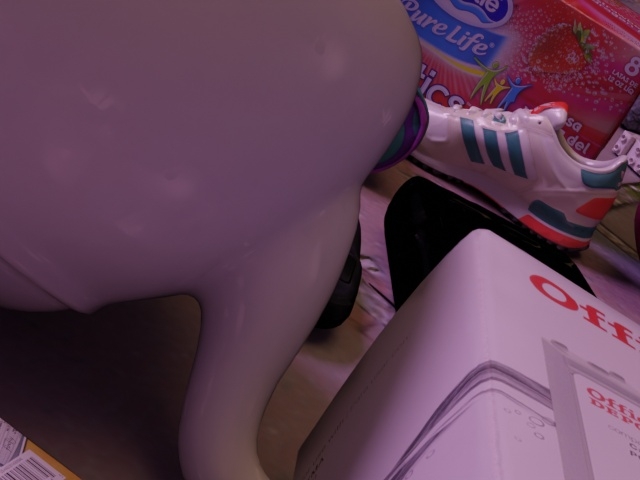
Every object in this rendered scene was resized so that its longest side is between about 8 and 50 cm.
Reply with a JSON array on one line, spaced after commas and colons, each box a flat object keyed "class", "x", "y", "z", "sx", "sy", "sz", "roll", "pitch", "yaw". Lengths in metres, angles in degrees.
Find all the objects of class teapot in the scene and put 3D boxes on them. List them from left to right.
[{"class": "teapot", "x": -0.107, "y": -0.066, "z": 0.553, "sx": 0.256, "sy": 0.187, "sz": 0.252, "roll": 38, "pitch": -5, "yaw": 47}]

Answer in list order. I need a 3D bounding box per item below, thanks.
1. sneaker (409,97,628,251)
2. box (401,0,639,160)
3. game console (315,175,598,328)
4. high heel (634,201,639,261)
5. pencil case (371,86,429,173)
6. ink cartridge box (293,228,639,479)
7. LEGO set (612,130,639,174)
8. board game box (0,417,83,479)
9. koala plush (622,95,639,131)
[{"class": "sneaker", "x": 0.112, "y": -0.064, "z": 0.984, "sx": 0.161, "sy": 0.075, "sz": 0.057, "roll": 33, "pitch": 21, "yaw": 2}, {"class": "box", "x": 0.088, "y": -0.146, "z": 1.066, "sx": 0.256, "sy": 0.123, "sz": 0.128, "roll": 34, "pitch": 21, "yaw": 4}, {"class": "game console", "x": 0.000, "y": 0.000, "z": 0.744, "sx": 0.361, "sy": 0.044, "sz": 0.213, "roll": 28, "pitch": 20, "yaw": -12}, {"class": "high heel", "x": 0.359, "y": 0.071, "z": 0.955, "sx": 0.377, "sy": 0.127, "sz": 0.181, "roll": 24, "pitch": 8, "yaw": 22}, {"class": "pencil case", "x": 0.015, "y": -0.099, "z": 0.945, "sx": 0.070, "sy": 0.065, "sz": 0.152, "roll": -10, "pitch": 29, "yaw": -4}, {"class": "ink cartridge box", "x": 0.096, "y": 0.137, "z": 0.458, "sx": 0.207, "sy": 0.117, "sz": 0.283, "roll": 32, "pitch": 21, "yaw": -10}, {"class": "LEGO set", "x": 0.296, "y": -0.041, "z": 1.171, "sx": 0.093, "sy": 0.087, "sz": 0.227, "roll": 13, "pitch": 27, "yaw": -41}, {"class": "board game box", "x": -0.180, "y": 0.062, "z": 0.362, "sx": 0.165, "sy": 0.042, "sz": 0.243, "roll": 36, "pitch": 22, "yaw": 10}, {"class": "koala plush", "x": 0.389, "y": -0.132, "z": 1.385, "sx": 0.196, "sy": 0.203, "sz": 0.221, "roll": 40, "pitch": 11, "yaw": 19}]
